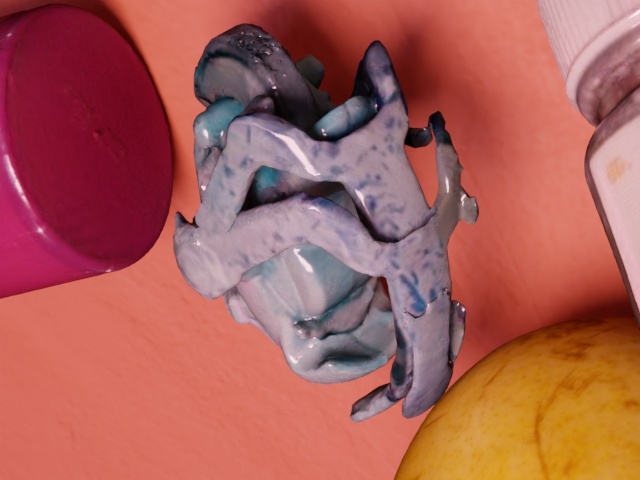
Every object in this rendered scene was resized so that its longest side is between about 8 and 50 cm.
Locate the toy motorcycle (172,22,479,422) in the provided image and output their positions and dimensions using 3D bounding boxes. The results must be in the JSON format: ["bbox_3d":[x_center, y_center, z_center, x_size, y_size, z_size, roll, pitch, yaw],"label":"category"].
[{"bbox_3d":[0.000,0.000,0.946,0.206,0.154,0.260,38,148,32],"label":"toy motorcycle"}]

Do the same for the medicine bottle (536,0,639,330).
[{"bbox_3d":[0.215,-0.033,0.768,0.165,0.165,0.273,-28,67,33],"label":"medicine bottle"}]

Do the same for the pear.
[{"bbox_3d":[0.171,0.179,0.905,0.280,0.281,0.281,11,119,20],"label":"pear"}]

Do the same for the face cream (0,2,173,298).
[{"bbox_3d":[-0.221,-0.048,1.021,0.194,0.175,0.175,-11,109,29],"label":"face cream"}]
